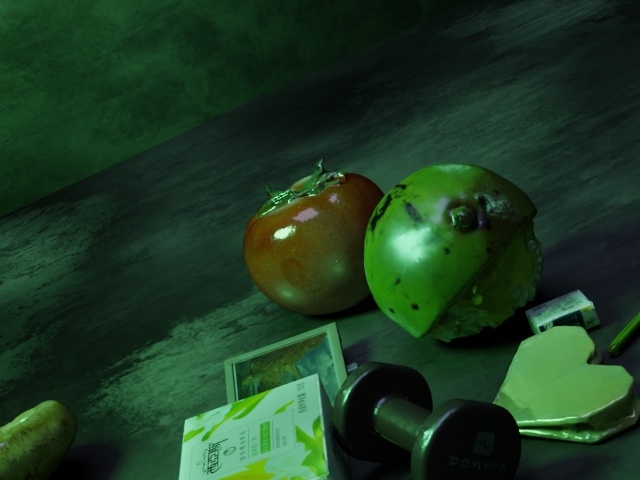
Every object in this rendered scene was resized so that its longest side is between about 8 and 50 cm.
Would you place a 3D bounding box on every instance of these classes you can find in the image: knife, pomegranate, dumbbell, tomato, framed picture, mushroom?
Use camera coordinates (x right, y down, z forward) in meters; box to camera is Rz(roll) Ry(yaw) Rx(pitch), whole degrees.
[{"bbox_3d":[0.430,0.097,1.689,0.184,0.026,0.022,-39,-13,-33],"label":"knife"},{"bbox_3d":[0.177,0.028,1.842,0.260,0.260,0.340,-33,-7,-26],"label":"pomegranate"},{"bbox_3d":[0.121,0.227,1.509,0.140,0.124,0.225,11,3,-32],"label":"dumbbell"},{"bbox_3d":[0.000,0.000,2.074,0.256,0.224,0.256,-23,19,9],"label":"tomato"},{"bbox_3d":[-0.046,0.217,1.819,0.184,0.016,0.250,-19,31,5],"label":"framed picture"},{"bbox_3d":[-0.479,0.328,1.845,0.278,0.146,0.278,-33,2,1],"label":"mushroom"}]

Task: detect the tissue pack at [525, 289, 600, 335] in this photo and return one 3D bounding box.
[{"bbox_3d":[0.329,0.105,1.739,0.083,0.042,0.062,-23,19,-3],"label":"tissue pack"}]

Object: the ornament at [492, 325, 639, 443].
[{"bbox_3d":[0.280,0.190,1.561,0.180,0.059,0.201,-26,22,-3],"label":"ornament"}]

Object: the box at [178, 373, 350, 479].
[{"bbox_3d":[-0.067,0.293,1.577,0.194,0.111,0.260,-21,23,4],"label":"box"}]

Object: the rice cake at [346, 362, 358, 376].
[{"bbox_3d":[0.001,0.207,1.846,0.121,0.021,0.022,-21,16,-4],"label":"rice cake"}]
